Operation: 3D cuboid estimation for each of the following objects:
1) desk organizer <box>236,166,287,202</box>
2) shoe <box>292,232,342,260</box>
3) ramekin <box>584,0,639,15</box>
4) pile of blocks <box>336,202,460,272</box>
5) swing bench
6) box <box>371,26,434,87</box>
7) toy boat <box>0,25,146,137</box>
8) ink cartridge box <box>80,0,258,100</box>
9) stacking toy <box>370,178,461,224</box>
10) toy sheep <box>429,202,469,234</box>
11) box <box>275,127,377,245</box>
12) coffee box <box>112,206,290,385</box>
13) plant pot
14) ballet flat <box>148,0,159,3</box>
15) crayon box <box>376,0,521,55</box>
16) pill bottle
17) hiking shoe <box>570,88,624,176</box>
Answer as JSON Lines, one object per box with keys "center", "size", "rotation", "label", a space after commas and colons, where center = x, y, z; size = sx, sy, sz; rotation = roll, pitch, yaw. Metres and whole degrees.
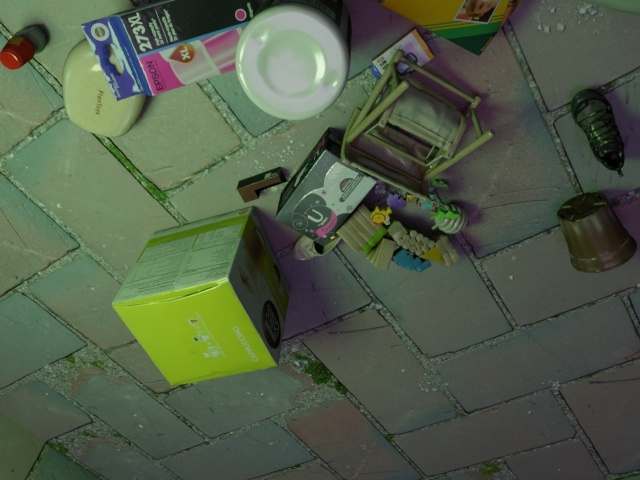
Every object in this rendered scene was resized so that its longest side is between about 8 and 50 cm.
{"center": [-0.161, -0.152, 1.418], "size": [0.130, 0.047, 0.050], "rotation": [-17, 125, 16], "label": "desk organizer"}
{"center": [0.000, 0.000, 1.505], "size": [0.219, 0.058, 0.076], "rotation": [-35, 116, 25], "label": "shoe"}
{"center": [0.586, -0.516, 0.972], "size": [0.273, 0.272, 0.127], "rotation": [14, 115, -6], "label": "ramekin"}
{"center": [0.206, 0.011, 1.452], "size": [0.363, 0.112, 0.148], "rotation": [20, 93, -12], "label": "pile of blocks"}
{"center": [0.218, -0.259, 1.225], "size": [0.254, 0.165, 0.254], "rotation": [23, 132, -20], "label": "swing bench"}
{"center": [0.187, -0.422, 1.208], "size": [0.136, 0.028, 0.081], "rotation": [-30, 118, 26], "label": "box"}
{"center": [-0.572, -0.403, 1.227], "size": [0.319, 0.148, 0.267], "rotation": [22, 130, -20], "label": "toy boat"}
{"center": [-0.309, -0.439, 1.139], "size": [0.371, 0.069, 0.175], "rotation": [-19, 124, -6], "label": "ink cartridge box"}
{"center": [0.240, -0.102, 1.347], "size": [0.222, 0.166, 0.052], "rotation": [2, 127, 2], "label": "stacking toy"}
{"center": [0.354, -0.060, 1.419], "size": [0.132, 0.091, 0.091], "rotation": [10, 128, -25], "label": "toy sheep"}
{"center": [0.015, -0.135, 1.356], "size": [0.164, 0.142, 0.247], "rotation": [30, 123, -16], "label": "box"}
{"center": [-0.310, 0.161, 1.476], "size": [0.339, 0.334, 0.337], "rotation": [-13, 124, 14], "label": "coffee box"}
{"center": [0.725, -0.028, 1.374], "size": [0.167, 0.167, 0.165], "rotation": [-26, 112, 21], "label": "plant pot"}
{"center": [-0.336, -0.473, 1.190], "size": [0.074, 0.074, 0.203], "rotation": [-22, 126, 19], "label": "ballet flat"}
{"center": [0.299, -0.566, 0.956], "size": [0.313, 0.106, 0.362], "rotation": [3, 134, -41], "label": "crayon box"}
{"center": [-0.039, -0.401, 1.034], "size": [0.205, 0.361, 0.204], "rotation": [2, 125, 3], "label": "pill bottle"}
{"center": [0.677, -0.259, 1.230], "size": [0.086, 0.114, 0.227], "rotation": [-32, 117, 23], "label": "hiking shoe"}
